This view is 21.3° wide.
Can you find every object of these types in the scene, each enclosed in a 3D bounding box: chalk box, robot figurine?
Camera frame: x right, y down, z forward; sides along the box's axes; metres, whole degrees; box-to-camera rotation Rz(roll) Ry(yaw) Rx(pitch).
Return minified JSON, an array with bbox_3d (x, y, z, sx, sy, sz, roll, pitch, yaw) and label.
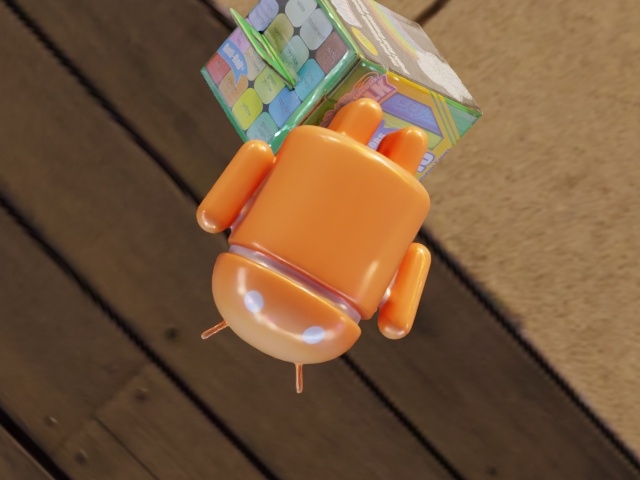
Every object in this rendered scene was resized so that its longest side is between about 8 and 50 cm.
[{"bbox_3d":[0.002,-0.128,1.401,0.213,0.132,0.132,19,122,-45],"label":"chalk box"},{"bbox_3d":[0.002,0.001,1.293,0.158,0.128,0.219,39,77,-49],"label":"robot figurine"}]
